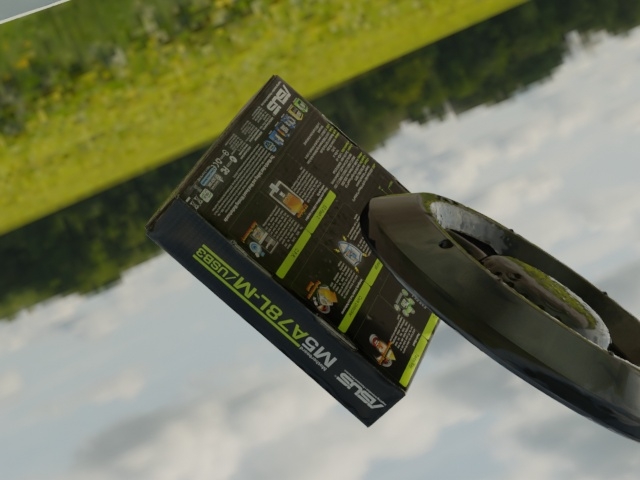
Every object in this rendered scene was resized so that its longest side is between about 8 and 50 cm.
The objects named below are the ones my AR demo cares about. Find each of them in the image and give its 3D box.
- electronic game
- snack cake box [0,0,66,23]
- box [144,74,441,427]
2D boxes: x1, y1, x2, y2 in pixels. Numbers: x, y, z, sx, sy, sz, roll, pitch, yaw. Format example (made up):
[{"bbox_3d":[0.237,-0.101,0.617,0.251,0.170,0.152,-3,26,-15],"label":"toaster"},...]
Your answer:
[{"bbox_3d":[0.120,0.044,0.960,0.048,0.229,0.229,-57,177,13],"label":"electronic game"},{"bbox_3d":[-0.177,-0.205,0.637,0.152,0.264,0.089,-20,-161,-11],"label":"snack cake box"},{"bbox_3d":[0.000,0.000,1.087,0.045,0.184,0.191,-43,-171,33],"label":"box"}]
